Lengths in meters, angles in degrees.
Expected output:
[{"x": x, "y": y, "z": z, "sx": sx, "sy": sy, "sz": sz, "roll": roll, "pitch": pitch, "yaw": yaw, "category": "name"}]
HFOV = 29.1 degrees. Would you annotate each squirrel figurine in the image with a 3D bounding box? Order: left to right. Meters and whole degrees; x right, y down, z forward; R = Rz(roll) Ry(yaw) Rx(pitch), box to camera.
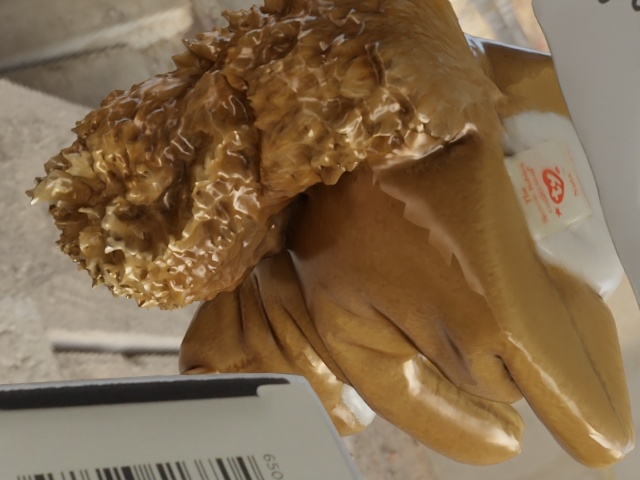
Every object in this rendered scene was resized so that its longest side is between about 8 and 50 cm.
[{"x": 0.000, "y": 0.000, "z": 0.875, "sx": 0.397, "sy": 0.370, "sz": 0.281, "roll": 39, "pitch": 50, "yaw": -25, "category": "squirrel figurine"}]

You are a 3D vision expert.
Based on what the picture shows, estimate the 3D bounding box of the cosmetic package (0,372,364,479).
[{"x": -0.092, "y": 0.193, "z": 0.424, "sx": 0.153, "sy": 0.296, "sz": 0.129, "roll": 1, "pitch": 40, "yaw": -32, "category": "cosmetic package"}]

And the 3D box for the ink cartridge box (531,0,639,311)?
[{"x": 0.214, "y": -0.005, "z": 0.380, "sx": 0.272, "sy": 0.114, "sz": 0.197, "roll": 13, "pitch": 52, "yaw": -37, "category": "ink cartridge box"}]
